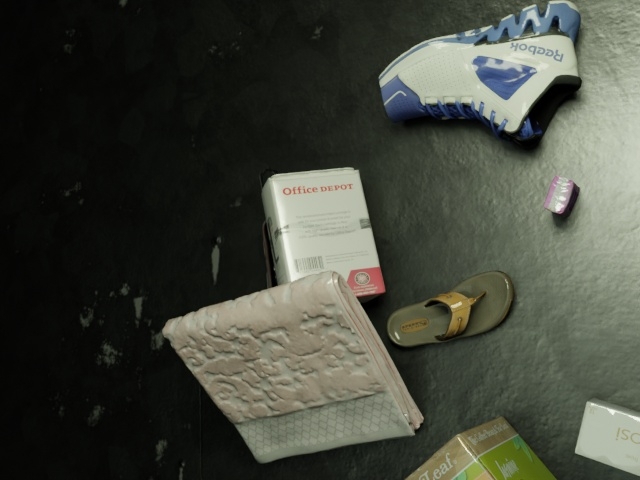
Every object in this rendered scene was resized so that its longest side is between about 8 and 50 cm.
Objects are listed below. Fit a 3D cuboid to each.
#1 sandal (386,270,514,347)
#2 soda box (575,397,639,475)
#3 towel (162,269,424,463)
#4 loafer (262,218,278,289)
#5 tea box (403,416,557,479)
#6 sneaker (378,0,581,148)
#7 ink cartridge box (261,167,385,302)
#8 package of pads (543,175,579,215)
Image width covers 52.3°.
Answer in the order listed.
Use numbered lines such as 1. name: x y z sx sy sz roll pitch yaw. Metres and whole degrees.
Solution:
1. sandal: 0.193 0.111 1.009 0.219 0.060 0.090 -20 74 27
2. soda box: 0.448 0.271 0.833 0.216 0.069 0.074 13 90 31
3. towel: -0.046 0.215 1.034 0.331 0.053 0.317 -19 113 27
4. loafer: -0.057 0.102 1.136 0.109 0.095 0.303 -14 76 28
5. tea box: 0.203 0.469 0.859 0.329 0.220 0.323 -48 62 16
6. sneaker: 0.247 -0.219 0.986 0.315 0.127 0.182 -16 73 26
7. ink cartridge box: 0.000 0.000 1.076 0.092 0.158 0.218 135 127 -68
8. package of pads: 0.345 -0.062 0.932 0.032 0.083 0.050 24 99 26
